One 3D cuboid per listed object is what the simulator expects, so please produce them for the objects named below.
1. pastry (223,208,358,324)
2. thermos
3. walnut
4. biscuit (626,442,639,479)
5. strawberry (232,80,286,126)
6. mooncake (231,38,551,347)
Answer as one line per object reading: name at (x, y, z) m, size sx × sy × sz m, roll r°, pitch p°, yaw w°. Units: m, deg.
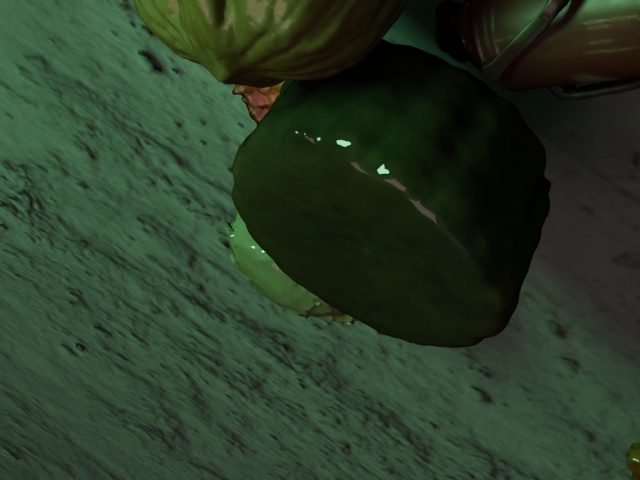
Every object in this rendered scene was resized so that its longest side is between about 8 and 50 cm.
pastry at (0.000, 0.000, 1.378) m, size 0.166 × 0.166 × 0.088 m, roll 23°, pitch 133°, yaw 15°
thermos at (0.172, -0.142, 1.062) m, size 0.232 × 0.099 × 0.124 m, roll -4°, pitch 136°, yaw 44°
walnut at (-0.030, -0.198, 1.057) m, size 0.213 × 0.213 × 0.213 m, roll 23°, pitch 149°, yaw 15°
biscuit at (0.367, 0.240, 1.503) m, size 0.183 × 0.043 × 0.280 m, roll 25°, pitch 154°, yaw 19°
strawberry at (0.040, -0.104, 1.265) m, size 0.167 × 0.087 × 0.208 m, roll -22°, pitch 111°, yaw 44°
mooncake at (0.053, -0.033, 1.149) m, size 0.228 × 0.124 × 0.228 m, roll 25°, pitch 151°, yaw 14°
